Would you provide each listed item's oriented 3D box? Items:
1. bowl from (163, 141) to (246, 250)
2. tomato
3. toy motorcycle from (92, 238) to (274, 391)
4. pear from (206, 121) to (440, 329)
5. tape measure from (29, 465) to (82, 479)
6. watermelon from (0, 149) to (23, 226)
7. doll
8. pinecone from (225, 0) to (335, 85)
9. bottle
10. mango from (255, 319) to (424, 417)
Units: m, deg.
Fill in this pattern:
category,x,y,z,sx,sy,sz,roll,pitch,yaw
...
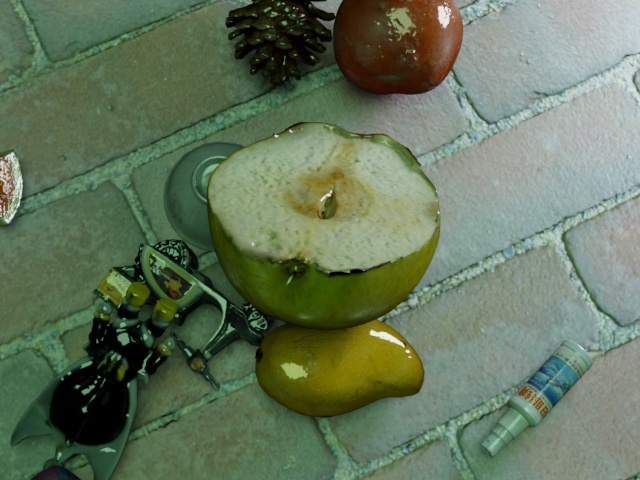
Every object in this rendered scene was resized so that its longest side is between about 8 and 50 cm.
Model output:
category,x,y,z,sx,sy,sz,roll,pitch,yaw
bowl,-0.158,-0.083,1.618,0.189,0.086,0.189,1,75,-3
tomato,0.124,-0.336,1.638,0.208,0.208,0.184,8,73,0
toy motorcycle,-0.198,0.103,1.566,0.263,0.091,0.157,35,84,9
pear,0.000,0.000,1.515,0.340,0.191,0.386,15,36,10
tape measure,-0.337,0.429,1.386,0.149,0.245,0.231,-43,96,-11
watermelon,-0.542,-0.086,1.600,0.135,0.094,0.125,1,82,2
doll,-0.325,0.212,1.499,0.145,0.103,0.316,28,96,-30
pinecone,-0.065,-0.349,1.661,0.179,0.150,0.195,3,75,-2
bottle,0.326,0.245,1.562,0.217,0.060,0.060,-44,80,-11
mango,0.026,0.188,1.538,0.262,0.109,0.157,6,67,-21
